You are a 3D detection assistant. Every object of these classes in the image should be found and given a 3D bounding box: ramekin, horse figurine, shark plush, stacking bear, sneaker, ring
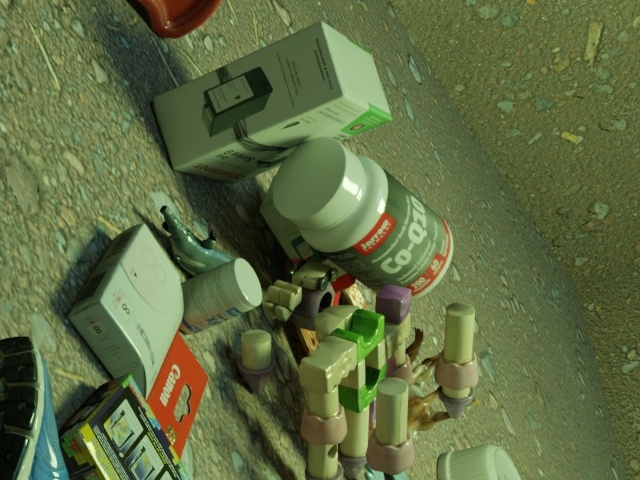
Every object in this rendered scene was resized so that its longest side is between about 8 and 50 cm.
[{"bbox_3d":[0.314,0.485,2.251,0.207,0.109,0.207,52,25,-35],"label":"ramekin"},{"bbox_3d":[0.177,0.265,2.116,0.066,0.174,0.263,51,11,-28],"label":"horse figurine"},{"bbox_3d":[-0.165,0.003,1.627,0.161,0.067,0.073,56,22,-25],"label":"shark plush"},{"bbox_3d":[-0.240,-0.492,1.888,0.175,0.164,0.289,44,24,-46],"label":"stacking bear"},{"bbox_3d":[-0.272,0.241,1.043,0.147,0.129,0.330,61,18,-59],"label":"sneaker"},{"bbox_3d":[0.024,0.151,2.002,0.336,0.032,0.337,51,24,-34],"label":"ring"}]

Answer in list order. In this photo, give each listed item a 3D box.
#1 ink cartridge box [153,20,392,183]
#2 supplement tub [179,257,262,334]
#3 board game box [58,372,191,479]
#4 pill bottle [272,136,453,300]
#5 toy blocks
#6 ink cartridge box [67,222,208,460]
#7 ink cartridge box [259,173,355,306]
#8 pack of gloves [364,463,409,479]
[{"bbox_3d":[-0.069,-0.195,1.777,0.211,0.289,0.122,10,61,-67],"label":"ink cartridge box"},{"bbox_3d":[-0.138,0.073,1.556,0.071,0.107,0.071,52,25,-35],"label":"supplement tub"},{"bbox_3d":[-0.206,0.249,1.273,0.170,0.048,0.141,63,22,-10],"label":"board game box"},{"bbox_3d":[0.066,-0.031,1.818,0.283,0.161,0.161,36,35,-44],"label":"pill bottle"},{"bbox_3d":[0.043,0.226,1.725,0.288,0.309,0.260,-40,137,-49],"label":"toy blocks"},{"bbox_3d":[-0.195,0.120,1.441,0.232,0.066,0.189,54,22,-20],"label":"ink cartridge box"},{"bbox_3d":[0.000,0.000,1.951,0.231,0.078,0.134,58,22,-21],"label":"ink cartridge box"},{"bbox_3d":[0.103,0.407,1.920,0.195,0.046,0.232,-75,148,-59],"label":"pack of gloves"}]
